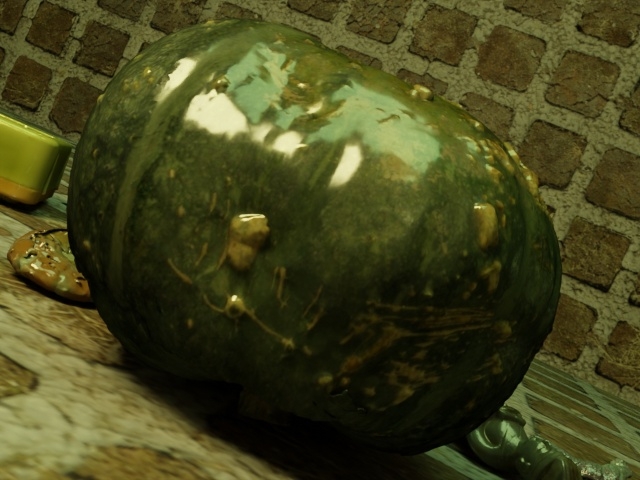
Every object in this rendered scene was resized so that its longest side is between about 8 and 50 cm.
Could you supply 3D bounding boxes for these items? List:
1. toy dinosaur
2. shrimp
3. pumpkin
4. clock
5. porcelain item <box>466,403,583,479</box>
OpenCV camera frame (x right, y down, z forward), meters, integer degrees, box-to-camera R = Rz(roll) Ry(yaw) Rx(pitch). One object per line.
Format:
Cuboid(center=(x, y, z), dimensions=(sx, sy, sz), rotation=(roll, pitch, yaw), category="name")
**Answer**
Cuboid(center=(0.275, 0.233, 0.644), dimensions=(0.209, 0.039, 0.082), rotation=(14, 4, 8), category="toy dinosaur")
Cuboid(center=(-0.221, 0.016, 0.608), dimensions=(0.091, 0.043, 0.184), rotation=(31, 6, -17), category="shrimp")
Cuboid(center=(0.000, 0.000, 0.479), dimensions=(0.328, 0.257, 0.291), rotation=(18, -12, 18), category="pumpkin")
Cuboid(center=(-0.406, -0.111, 0.877), dimensions=(0.143, 0.096, 0.202), rotation=(21, 2, -15), category="clock")
Cuboid(center=(0.158, 0.176, 0.637), dimensions=(0.084, 0.054, 0.213), rotation=(21, 4, -27), category="porcelain item")
